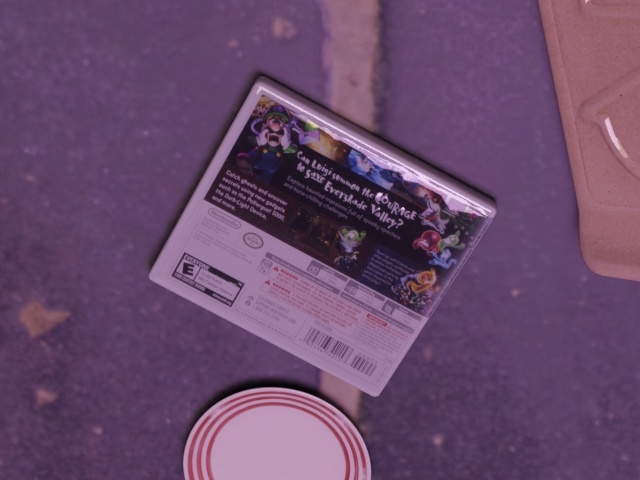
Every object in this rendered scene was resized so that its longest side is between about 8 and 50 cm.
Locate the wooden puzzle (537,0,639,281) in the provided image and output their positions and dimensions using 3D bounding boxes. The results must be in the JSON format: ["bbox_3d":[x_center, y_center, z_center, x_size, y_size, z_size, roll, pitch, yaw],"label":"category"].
[{"bbox_3d":[0.283,-0.133,1.095,0.322,0.080,0.348,8,119,39],"label":"wooden puzzle"}]

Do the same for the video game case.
[{"bbox_3d":[0.000,0.000,1.274,0.190,0.022,0.173,28,114,-7],"label":"video game case"}]

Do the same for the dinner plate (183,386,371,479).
[{"bbox_3d":[-0.032,0.169,1.354,0.141,0.017,0.141,2,113,5],"label":"dinner plate"}]
